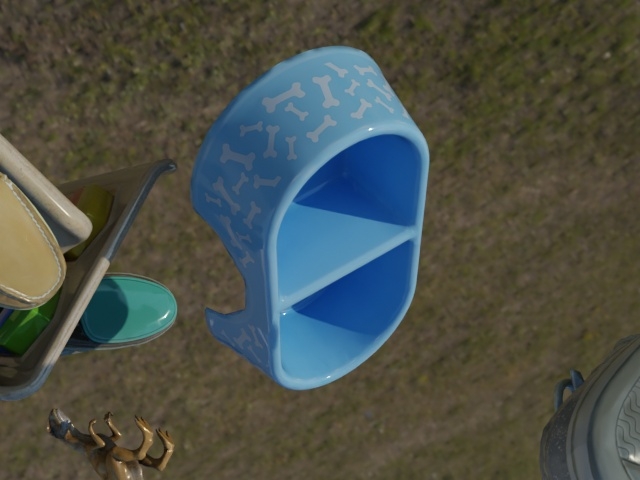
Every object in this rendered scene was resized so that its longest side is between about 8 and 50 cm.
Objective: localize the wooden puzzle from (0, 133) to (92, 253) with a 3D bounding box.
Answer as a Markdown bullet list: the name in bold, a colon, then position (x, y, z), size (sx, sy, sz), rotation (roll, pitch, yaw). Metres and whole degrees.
- **wooden puzzle**: position (-0.374, -0.027, 0.729), size (0.348, 0.080, 0.322), rotation (-30, 116, 28)

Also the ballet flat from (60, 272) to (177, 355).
- **ballet flat**: position (-0.235, 0.072, 1.023), size (0.213, 0.072, 0.068), rotation (-8, 175, -37)

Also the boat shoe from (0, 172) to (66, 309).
- **boat shoe**: position (-0.199, -0.028, 0.585), size (0.190, 0.072, 0.068), rotation (45, 64, -30)

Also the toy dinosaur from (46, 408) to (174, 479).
- **toy dinosaur**: position (-0.209, 0.255, 1.223), size (0.112, 0.211, 0.064), rotation (-44, 164, 3)

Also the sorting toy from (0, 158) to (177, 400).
- **sorting toy**: position (-0.210, 0.023, 0.832), size (0.193, 0.038, 0.208), rotation (-6, -132, 54)

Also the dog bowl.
- **dog bowl**: position (0.000, 0.000, 0.819), size (0.166, 0.074, 0.297), rotation (-28, 144, -23)

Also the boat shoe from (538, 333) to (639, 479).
- **boat shoe**: position (0.198, 0.095, 0.576), size (0.103, 0.118, 0.320), rotation (-34, 168, 37)
